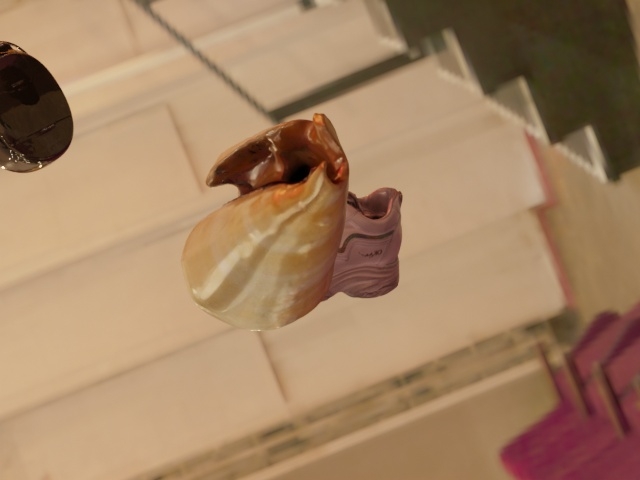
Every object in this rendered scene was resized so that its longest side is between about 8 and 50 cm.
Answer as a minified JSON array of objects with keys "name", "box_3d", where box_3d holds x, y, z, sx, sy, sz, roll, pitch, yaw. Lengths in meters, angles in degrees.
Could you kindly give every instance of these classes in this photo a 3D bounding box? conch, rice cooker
[{"name":"conch","box_3d":[-0.023,-0.012,1.339,0.255,0.127,0.158,-29,50,54]},{"name":"rice cooker","box_3d":[-0.451,-0.193,2.282,0.203,0.142,0.118,57,147,4]}]

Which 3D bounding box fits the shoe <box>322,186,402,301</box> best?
[{"name":"shoe","box_3d":[0.000,0.000,1.944,0.095,0.245,0.138,37,122,54]}]
